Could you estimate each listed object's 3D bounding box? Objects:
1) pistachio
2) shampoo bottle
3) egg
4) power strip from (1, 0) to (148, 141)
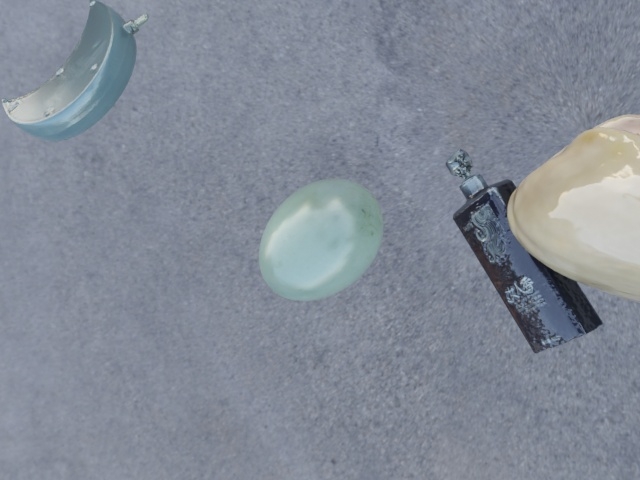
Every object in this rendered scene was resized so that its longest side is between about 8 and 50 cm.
[{"bbox_3d":[0.360,-0.023,0.611,0.318,0.193,0.214,32,140,55],"label":"pistachio"},{"bbox_3d":[0.276,0.005,0.797,0.310,0.071,0.098,63,150,15],"label":"shampoo bottle"},{"bbox_3d":[0.000,0.000,0.759,0.192,0.149,0.149,-41,79,0],"label":"egg"},{"bbox_3d":[-0.350,-0.248,0.802,0.253,0.054,0.167,-46,59,1],"label":"power strip"}]
